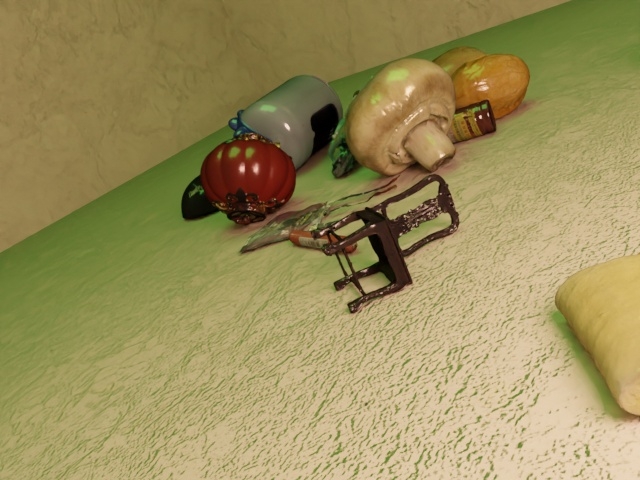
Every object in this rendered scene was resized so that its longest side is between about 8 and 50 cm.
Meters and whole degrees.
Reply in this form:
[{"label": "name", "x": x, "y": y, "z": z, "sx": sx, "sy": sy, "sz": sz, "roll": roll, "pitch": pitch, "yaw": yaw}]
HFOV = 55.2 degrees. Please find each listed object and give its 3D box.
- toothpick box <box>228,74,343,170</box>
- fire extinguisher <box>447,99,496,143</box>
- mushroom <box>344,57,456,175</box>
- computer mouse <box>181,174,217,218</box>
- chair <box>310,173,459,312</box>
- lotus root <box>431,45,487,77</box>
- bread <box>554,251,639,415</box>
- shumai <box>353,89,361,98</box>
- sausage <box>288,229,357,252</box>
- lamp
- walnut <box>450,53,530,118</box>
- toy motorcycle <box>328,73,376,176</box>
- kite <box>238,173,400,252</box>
[{"label": "toothpick box", "x": -0.114, "y": -0.339, "z": 1.826, "sx": 0.262, "sy": 0.263, "sz": 0.355, "roll": -10, "pitch": 24, "yaw": 33}, {"label": "fire extinguisher", "x": 0.277, "y": -0.255, "z": 1.423, "sx": 0.252, "sy": 0.075, "sz": 0.106, "roll": -15, "pitch": 15, "yaw": 27}, {"label": "mushroom", "x": 0.184, "y": -0.236, "z": 1.281, "sx": 0.253, "sy": 0.260, "sz": 0.234, "roll": -27, "pitch": 57, "yaw": -18}, {"label": "computer mouse", "x": -0.309, "y": -0.162, "z": 1.807, "sx": 0.170, "sy": 0.100, "sz": 0.269, "roll": -5, "pitch": 26, "yaw": 37}, {"label": "chair", "x": 0.112, "y": -0.006, "z": 0.881, "sx": 0.229, "sy": 0.106, "sz": 0.113, "roll": -26, "pitch": 18, "yaw": -6}, {"label": "lotus root", "x": 0.329, "y": -0.397, "z": 1.616, "sx": 0.310, "sy": 0.183, "sz": 0.182, "roll": -37, "pitch": 23, "yaw": -21}, {"label": "bread", "x": 0.296, "y": 0.069, "z": 0.534, "sx": 0.139, "sy": 0.060, "sz": 0.178, "roll": -20, "pitch": 19, "yaw": 10}, {"label": "shumai", "x": 0.171, "y": -0.457, "z": 2.081, "sx": 0.105, "sy": 0.139, "sz": 0.123, "roll": -51, "pitch": -17, "yaw": 12}, {"label": "sausage", "x": 0.000, "y": 0.000, "z": 1.111, "sx": 0.029, "sy": 0.029, "sz": 0.223, "roll": -33, "pitch": 21, "yaw": -26}, {"label": "lamp", "x": -0.168, "y": -0.139, "z": 1.435, "sx": 0.226, "sy": 0.227, "sz": 0.227, "roll": -21, "pitch": 19, "yaw": 7}, {"label": "walnut", "x": 0.399, "y": -0.365, "z": 1.455, "sx": 0.206, "sy": 0.159, "sz": 0.159, "roll": -19, "pitch": 18, "yaw": -10}, {"label": "toy motorcycle", "x": 0.102, "y": -0.297, "z": 1.580, "sx": 0.297, "sy": 0.109, "sz": 0.198, "roll": -62, "pitch": 12, "yaw": 3}, {"label": "kite", "x": -0.004, "y": -0.051, "z": 1.274, "sx": 0.360, "sy": 0.022, "sz": 0.204, "roll": -16, "pitch": 19, "yaw": 31}]
